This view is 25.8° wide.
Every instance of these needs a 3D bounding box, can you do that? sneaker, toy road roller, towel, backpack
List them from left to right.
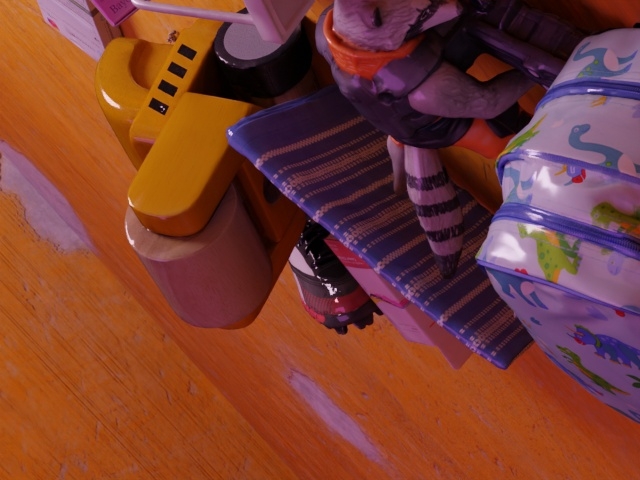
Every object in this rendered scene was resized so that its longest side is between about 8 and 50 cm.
[{"bbox_3d":[-0.137,-0.089,1.467,0.240,0.330,0.202,10,149,24],"label":"toy road roller"},{"bbox_3d":[-0.001,0.000,1.636,0.276,0.097,0.135,-115,1,-57],"label":"sneaker"},{"bbox_3d":[0.088,-0.027,1.330,0.336,0.243,0.040,40,118,12],"label":"towel"},{"bbox_3d":[0.260,0.019,0.931,0.290,0.273,0.356,29,152,44],"label":"backpack"}]

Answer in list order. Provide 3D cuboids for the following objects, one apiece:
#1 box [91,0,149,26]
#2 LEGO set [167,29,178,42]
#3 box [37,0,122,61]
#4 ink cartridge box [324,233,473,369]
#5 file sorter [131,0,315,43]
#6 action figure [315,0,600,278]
[{"bbox_3d":[-0.202,-0.337,1.227,0.243,0.117,0.213,49,-165,-15],"label":"box"},{"bbox_3d":[-0.162,-0.220,1.721,0.083,0.023,0.054,40,162,16],"label":"LEGO set"},{"bbox_3d":[-0.331,-0.320,1.853,0.145,0.038,0.186,38,161,23],"label":"box"},{"bbox_3d":[0.112,0.034,1.528,0.198,0.115,0.067,51,161,-20],"label":"ink cartridge box"},{"bbox_3d":[-0.093,-0.314,0.995,0.173,0.193,0.278,13,148,35],"label":"file sorter"},{"bbox_3d":[0.117,-0.103,1.112,0.341,0.178,0.330,31,167,40],"label":"action figure"}]
